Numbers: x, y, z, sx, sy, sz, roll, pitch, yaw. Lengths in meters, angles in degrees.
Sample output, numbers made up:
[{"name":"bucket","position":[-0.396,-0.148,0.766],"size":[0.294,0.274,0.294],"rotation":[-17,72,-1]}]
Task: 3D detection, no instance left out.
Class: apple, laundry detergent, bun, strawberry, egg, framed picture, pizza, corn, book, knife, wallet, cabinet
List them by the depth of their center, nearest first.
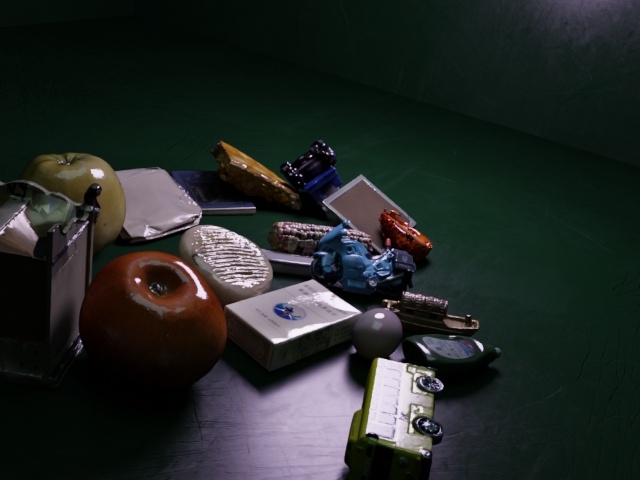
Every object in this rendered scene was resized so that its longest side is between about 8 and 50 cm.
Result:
[{"name":"cabinet","position":[-0.570,0.052,1.326],"size":[0.290,0.317,0.227],"rotation":[11,26,0]},{"name":"apple","position":[-0.304,0.144,1.341],"size":[0.252,0.206,0.271],"rotation":[2,39,-42]},{"name":"egg","position":[0.120,0.196,1.554],"size":[0.103,0.103,0.135],"rotation":[20,25,18]},{"name":"laundry detergent","position":[0.289,0.241,1.581],"size":[0.211,0.062,0.137],"rotation":[-1,22,-25]},{"name":"bun","position":[-0.218,0.070,1.661],"size":[0.210,0.116,0.237],"rotation":[-13,58,-49]},{"name":"apple","position":[-0.581,-0.081,1.700],"size":[0.263,0.262,0.262],"rotation":[9,26,-4]},{"name":"knife","position":[-0.092,0.052,1.835],"size":[0.266,0.040,0.073],"rotation":[8,29,-7]},{"name":"corn","position":[0.000,0.000,1.923],"size":[0.281,0.092,0.092],"rotation":[3,27,-20]},{"name":"wallet","position":[-0.479,-0.102,1.963],"size":[0.275,0.068,0.335],"rotation":[-18,44,-34]},{"name":"strawberry","position":[0.225,-0.007,2.037],"size":[0.121,0.082,0.188],"rotation":[12,27,-46]},{"name":"framed picture","position":[0.144,-0.075,2.126],"size":[0.231,0.018,0.293],"rotation":[42,32,7]},{"name":"book","position":[-0.319,-0.143,2.160],"size":[0.191,0.025,0.269],"rotation":[-1,29,-24]},{"name":"pizza","position":[-0.195,-0.191,2.211],"size":[0.269,0.087,0.258],"rotation":[25,15,-22]}]

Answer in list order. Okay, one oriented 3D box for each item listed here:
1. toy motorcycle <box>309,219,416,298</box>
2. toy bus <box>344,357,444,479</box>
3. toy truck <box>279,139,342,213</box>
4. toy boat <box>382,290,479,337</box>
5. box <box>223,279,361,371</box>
[{"name":"toy motorcycle","position":[0.103,0.046,1.810],"size":[0.272,0.123,0.182],"rotation":[12,63,-19]},{"name":"toy bus","position":[0.127,0.326,1.269],"size":[0.150,0.127,0.262],"rotation":[13,24,5]},{"name":"toy truck","position":[-0.008,-0.185,2.206],"size":[0.161,0.177,0.213],"rotation":[-35,19,1]},{"name":"toy boat","position":[0.250,0.170,1.680],"size":[0.226,0.087,0.068],"rotation":[12,25,3]},{"name":"box","position":[-0.059,0.174,1.568],"size":[0.257,0.069,0.164],"rotation":[-14,35,-43]}]
